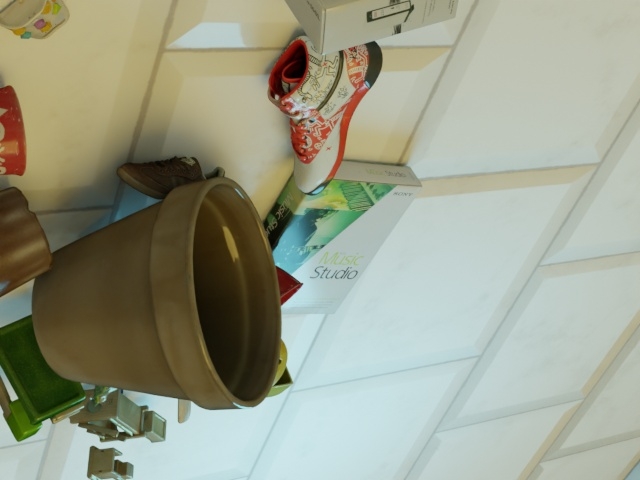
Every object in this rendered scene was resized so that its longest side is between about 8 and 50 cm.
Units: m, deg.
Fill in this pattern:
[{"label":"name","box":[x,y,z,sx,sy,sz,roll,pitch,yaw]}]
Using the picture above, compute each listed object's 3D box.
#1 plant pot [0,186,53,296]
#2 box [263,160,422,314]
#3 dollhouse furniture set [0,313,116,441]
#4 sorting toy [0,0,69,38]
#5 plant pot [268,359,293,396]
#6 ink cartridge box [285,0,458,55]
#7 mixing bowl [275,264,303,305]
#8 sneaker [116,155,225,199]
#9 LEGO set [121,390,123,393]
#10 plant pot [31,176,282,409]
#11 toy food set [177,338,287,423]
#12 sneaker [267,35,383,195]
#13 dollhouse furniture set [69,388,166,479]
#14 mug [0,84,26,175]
[{"label":"plant pot","box":[-0.459,0.016,1.608,0.165,0.167,0.167,-25,146,-22]},{"label":"box","box":[0.000,0.000,2.021,0.232,0.058,0.322,2,133,-39]},{"label":"dollhouse furniture set","box":[-0.367,0.175,1.908,0.301,0.151,0.197,-25,172,-27]},{"label":"sorting toy","box":[-0.338,-0.269,1.451,0.083,0.045,0.075,-37,164,8]},{"label":"plant pot","box":[-0.113,0.257,2.238,0.081,0.081,0.083,-6,150,-32]},{"label":"ink cartridge box","box":[0.060,-0.340,1.566,0.203,0.148,0.086,-18,145,-18]},{"label":"mixing bowl","box":[-0.127,0.090,1.909,0.181,0.098,0.181,-39,174,-5]},{"label":"sneaker","box":[-0.216,-0.097,1.745,0.188,0.066,0.071,16,106,-53]},{"label":"LEGO set","box":[-0.262,0.188,2.081,0.182,0.060,0.244,24,117,-35]},{"label":"plant pot","box":[-0.240,0.088,1.695,0.280,0.323,0.323,-8,150,17]},{"label":"toy food set","box":[-0.166,0.214,2.063,0.218,0.071,0.128,-18,121,-27]},{"label":"sneaker","box":[-0.024,-0.183,1.750,0.145,0.090,0.270,-1,132,-35]},{"label":"dollhouse furniture set","box":[-0.358,0.364,2.088,0.101,0.161,0.182,-10,149,18]},{"label":"mug","box":[-0.460,-0.113,1.483,0.169,0.113,0.150,-9,138,-25]}]
